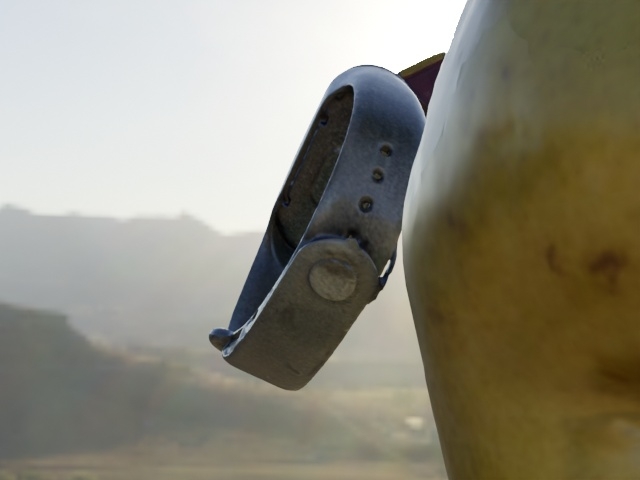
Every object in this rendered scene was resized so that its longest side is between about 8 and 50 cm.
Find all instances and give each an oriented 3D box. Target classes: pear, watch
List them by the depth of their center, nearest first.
[{"bbox_3d":[0.173,0.007,0.402,0.314,0.314,0.314,2,-2,0],"label":"pear"},{"bbox_3d":[0.000,0.000,0.962,0.068,0.206,0.193,25,38,-7],"label":"watch"}]

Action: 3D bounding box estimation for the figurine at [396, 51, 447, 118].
[{"bbox_3d":[0.153,-0.121,1.608,0.098,0.154,0.082,-35,-22,-16],"label":"figurine"}]
